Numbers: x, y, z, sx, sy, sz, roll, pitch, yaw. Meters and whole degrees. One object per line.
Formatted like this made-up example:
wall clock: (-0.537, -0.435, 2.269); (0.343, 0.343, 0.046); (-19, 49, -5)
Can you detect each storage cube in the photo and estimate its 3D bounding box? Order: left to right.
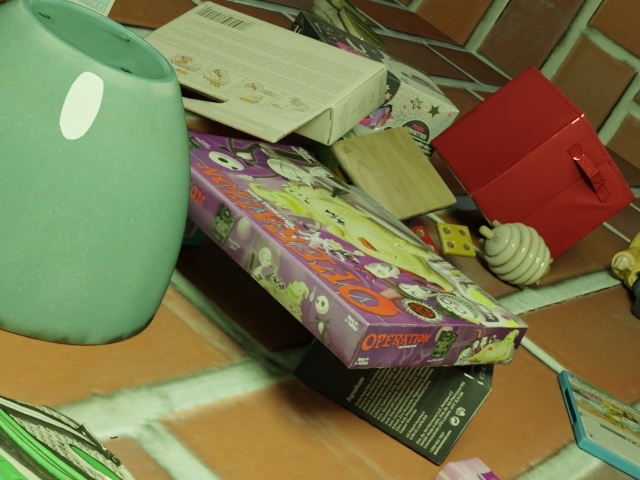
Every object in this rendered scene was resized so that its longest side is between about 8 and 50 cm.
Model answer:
storage cube: (0.307, -0.103, 1.768); (0.183, 0.193, 0.215); (50, 7, -32)

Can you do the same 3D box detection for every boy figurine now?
boy figurine: (0.558, 0.063, 1.984); (0.177, 0.092, 0.285); (28, 22, -1)

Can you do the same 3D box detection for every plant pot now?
plant pot: (-0.221, -0.082, 0.982); (0.290, 0.195, 0.290); (28, 19, -10)

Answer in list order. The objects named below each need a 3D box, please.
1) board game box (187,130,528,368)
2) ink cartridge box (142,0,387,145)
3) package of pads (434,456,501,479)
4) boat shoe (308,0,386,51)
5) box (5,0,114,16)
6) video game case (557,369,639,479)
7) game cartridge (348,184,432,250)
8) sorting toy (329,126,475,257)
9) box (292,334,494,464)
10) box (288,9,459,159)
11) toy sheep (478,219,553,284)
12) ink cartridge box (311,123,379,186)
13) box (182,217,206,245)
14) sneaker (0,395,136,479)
board game box: (0.000, 0.000, 1.088); (0.208, 0.056, 0.347); (-1, 31, -43)
ink cartridge box: (-0.106, -0.198, 1.545); (0.296, 0.066, 0.261); (24, 40, 25)
package of pads: (0.142, 0.222, 1.032); (0.083, 0.032, 0.050); (43, 23, 29)
boat shoe: (0.038, -0.381, 2.268); (0.113, 0.103, 0.302); (38, 14, -24)
box: (-0.331, -0.318, 1.540); (0.114, 0.103, 0.203); (24, 20, -20)
video game case: (0.332, 0.214, 1.370); (0.119, 0.015, 0.166); (28, 19, -7)
game cartridge: (0.057, 0.019, 1.380); (0.198, 0.062, 0.297); (5, 32, -45)
sorting toy: (0.093, -0.069, 1.587); (0.132, 0.046, 0.274); (-17, 64, -38)
box: (0.075, 0.104, 1.132); (0.158, 0.093, 0.156); (31, 19, 1)
box: (0.058, -0.217, 1.829); (0.247, 0.142, 0.163); (21, 21, -27)
toy sheep: (0.264, 0.015, 1.656); (0.132, 0.091, 0.091); (27, 19, -25)
ink cartridge box: (0.052, -0.120, 1.699); (0.209, 0.062, 0.109); (23, 21, -23)
box: (-0.209, -0.092, 1.232); (0.100, 0.060, 0.244); (7, 30, -50)
sneaker: (-0.117, 0.160, 0.631); (0.343, 0.134, 0.146); (33, 18, 5)
